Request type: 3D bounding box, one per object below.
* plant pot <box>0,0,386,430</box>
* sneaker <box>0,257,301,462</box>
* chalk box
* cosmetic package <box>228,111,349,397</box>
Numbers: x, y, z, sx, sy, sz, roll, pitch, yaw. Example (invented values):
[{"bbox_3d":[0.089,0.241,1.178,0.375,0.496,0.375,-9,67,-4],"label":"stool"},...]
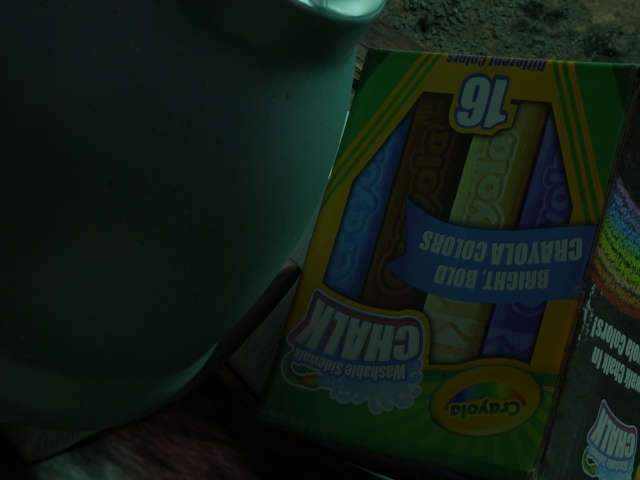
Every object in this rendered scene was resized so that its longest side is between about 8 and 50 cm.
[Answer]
[{"bbox_3d":[-0.097,-0.096,0.705,0.293,0.196,0.293,36,30,-25],"label":"plant pot"},{"bbox_3d":[-0.125,0.006,0.886,0.169,0.108,0.292,41,15,12],"label":"sneaker"},{"bbox_3d":[0.099,0.062,0.945,0.179,0.289,0.180,10,-14,37],"label":"chalk box"},{"bbox_3d":[0.000,0.000,1.156,0.225,0.138,0.224,43,15,35],"label":"cosmetic package"}]
